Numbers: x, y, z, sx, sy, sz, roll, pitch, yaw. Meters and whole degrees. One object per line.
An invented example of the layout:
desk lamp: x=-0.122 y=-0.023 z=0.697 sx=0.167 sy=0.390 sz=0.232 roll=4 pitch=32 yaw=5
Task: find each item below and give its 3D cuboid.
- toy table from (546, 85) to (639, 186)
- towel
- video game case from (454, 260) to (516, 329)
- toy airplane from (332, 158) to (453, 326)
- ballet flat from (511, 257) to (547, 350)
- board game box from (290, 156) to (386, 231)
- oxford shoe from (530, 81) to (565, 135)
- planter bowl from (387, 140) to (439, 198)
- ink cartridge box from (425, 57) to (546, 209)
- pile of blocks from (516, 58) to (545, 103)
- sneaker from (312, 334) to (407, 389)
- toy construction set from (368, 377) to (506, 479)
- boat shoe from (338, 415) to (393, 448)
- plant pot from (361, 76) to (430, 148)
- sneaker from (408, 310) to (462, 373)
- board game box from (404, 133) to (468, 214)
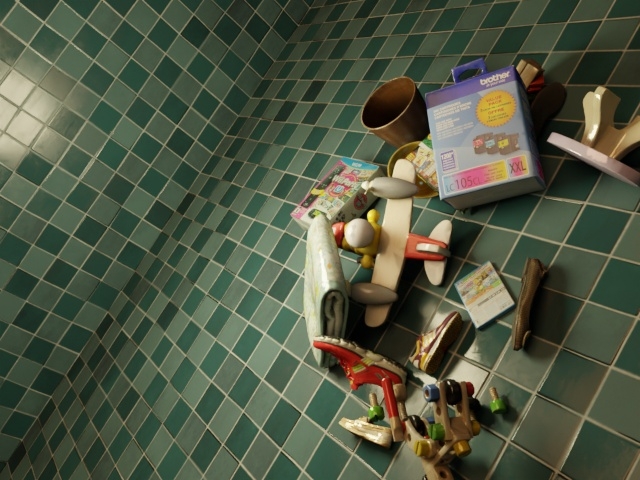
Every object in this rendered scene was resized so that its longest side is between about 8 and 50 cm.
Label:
toy table: x=0.711 y=-0.260 z=1.453 sx=0.274 sy=0.252 sz=0.161 roll=44 pitch=111 yaw=41
towel: x=0.006 y=0.162 z=1.789 sx=0.090 sy=0.375 sz=0.321 roll=-4 pitch=42 yaw=-10
video game case: x=0.439 y=0.145 z=1.579 sx=0.119 sy=0.015 sz=0.166 roll=-38 pitch=39 yaw=19
toy airplane: x=0.193 y=0.006 z=1.737 sx=0.384 sy=0.272 sz=0.386 roll=-43 pitch=52 yaw=27
ballet flat: x=0.515 y=0.156 z=1.451 sx=0.058 sy=0.084 sz=0.250 roll=14 pitch=64 yaw=13
board game box: x=0.067 y=-0.149 z=2.111 sx=0.303 sy=0.097 sz=0.224 roll=-47 pitch=35 yaw=-13
oxford shoe: x=0.647 y=-0.383 z=1.752 sx=0.212 sy=0.076 sz=0.076 roll=-50 pitch=2 yaw=-8
planter bowl: x=0.326 y=-0.206 z=1.896 sx=0.217 sy=0.090 sz=0.217 roll=-3 pitch=62 yaw=6
ink cartridge box: x=0.460 y=-0.314 z=1.683 sx=0.269 sy=0.151 sz=0.396 roll=-14 pitch=71 yaw=27
pile of blocks: x=0.576 y=-0.385 z=1.811 sx=0.112 sy=0.149 sz=0.362 roll=43 pitch=103 yaw=21
sneaker: x=0.096 y=0.345 z=1.609 sx=0.278 sy=0.107 sz=0.118 roll=24 pitch=87 yaw=9
toy construction set: x=0.250 y=0.454 z=1.311 sx=0.257 sy=0.308 sz=0.237 roll=-38 pitch=43 yaw=31
boat shoe: x=0.126 y=0.505 z=1.584 sx=0.170 sy=0.063 sz=0.059 roll=11 pitch=66 yaw=40
plant pot: x=0.291 y=-0.398 z=2.004 sx=0.215 sy=0.230 sz=0.215 roll=-27 pitch=44 yaw=29
sneaker: x=0.305 y=0.261 z=1.581 sx=0.084 sy=0.069 sz=0.186 roll=27 pitch=81 yaw=48
board game box: x=0.389 y=-0.210 z=1.806 sx=0.136 sy=0.030 sz=0.259 roll=-45 pitch=65 yaw=-1
